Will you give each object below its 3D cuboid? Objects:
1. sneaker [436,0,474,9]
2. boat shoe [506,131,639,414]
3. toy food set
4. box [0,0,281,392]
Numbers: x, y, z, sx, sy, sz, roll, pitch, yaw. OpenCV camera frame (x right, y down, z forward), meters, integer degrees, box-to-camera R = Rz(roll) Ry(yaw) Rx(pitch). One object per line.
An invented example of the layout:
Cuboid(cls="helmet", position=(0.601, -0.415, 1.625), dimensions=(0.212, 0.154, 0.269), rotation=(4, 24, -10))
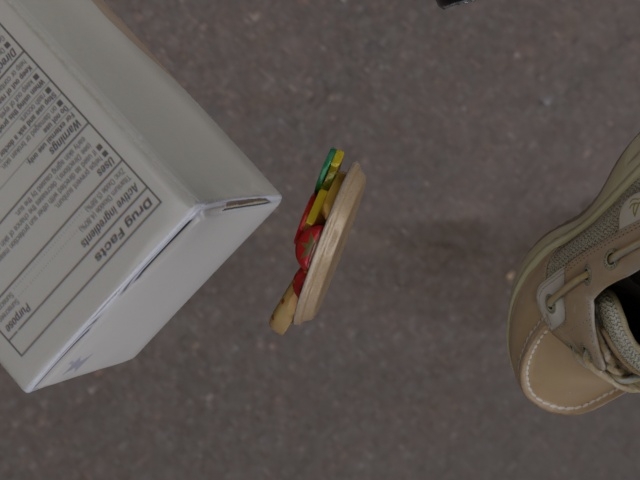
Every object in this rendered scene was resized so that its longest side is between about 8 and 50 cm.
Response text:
Cuboid(cls="sneaker", position=(-0.008, -0.243, 0.818), dimensions=(0.169, 0.447, 0.257), rotation=(-49, 132, -78))
Cuboid(cls="boat shoe", position=(0.186, 0.041, 0.929), dimensions=(0.109, 0.098, 0.302), rotation=(15, 145, -8))
Cuboid(cls="toy food set", position=(0.000, 0.000, 0.707), dimensions=(0.083, 0.020, 0.082), rotation=(103, 9, -63))
Cuboid(cls="box", position=(-0.185, -0.083, 0.838), dimensions=(0.148, 0.311, 0.121), rotation=(-44, 170, 17))
